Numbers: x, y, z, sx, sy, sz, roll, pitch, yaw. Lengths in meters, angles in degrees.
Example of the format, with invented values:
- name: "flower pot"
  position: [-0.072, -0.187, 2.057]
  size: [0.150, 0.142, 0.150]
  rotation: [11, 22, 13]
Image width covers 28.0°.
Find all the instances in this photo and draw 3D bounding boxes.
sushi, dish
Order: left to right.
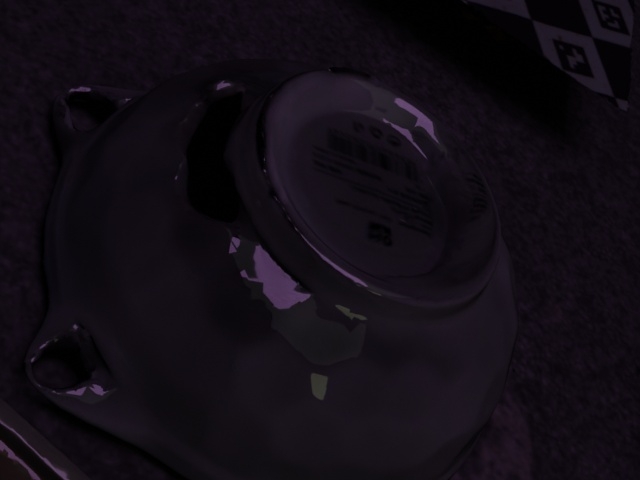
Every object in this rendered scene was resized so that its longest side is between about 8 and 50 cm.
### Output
- name: "dish"
  position: [0.000, 0.000, 0.676]
  size: [0.303, 0.120, 0.303]
  rotation: [20, 47, -23]
- name: "sushi"
  position: [0.118, -0.245, 0.998]
  size: [0.292, 0.059, 0.294]
  rotation: [31, 44, -10]

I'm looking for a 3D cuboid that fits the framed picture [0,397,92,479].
- name: "framed picture"
  position: [-0.090, 0.234, 0.497]
  size: [0.324, 0.020, 0.240]
  rotation: [41, 43, 0]
